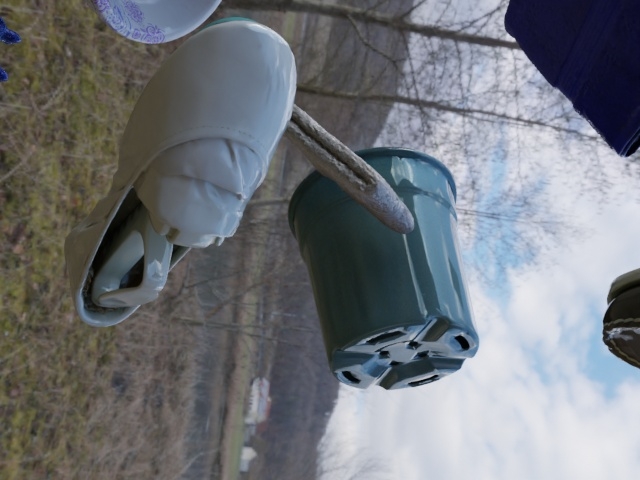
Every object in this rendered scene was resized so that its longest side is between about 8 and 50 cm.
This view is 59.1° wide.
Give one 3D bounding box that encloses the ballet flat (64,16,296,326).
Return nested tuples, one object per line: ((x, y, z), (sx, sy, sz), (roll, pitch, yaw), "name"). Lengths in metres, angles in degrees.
((-0.143, -0.026, 0.540), (0.400, 0.139, 0.139), (-38, -144, 40), "ballet flat")

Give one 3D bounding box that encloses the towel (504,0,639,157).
((0.385, -0.294, 0.775), (0.228, 0.076, 0.308), (90, -24, -59), "towel")

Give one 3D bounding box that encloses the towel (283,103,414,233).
((0.013, -0.122, 0.839), (0.049, 0.282, 0.187), (-49, 152, 5), "towel")

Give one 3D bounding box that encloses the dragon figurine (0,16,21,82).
((-0.507, -0.287, 0.678), (0.144, 0.289, 0.085), (-20, -139, 53), "dragon figurine")

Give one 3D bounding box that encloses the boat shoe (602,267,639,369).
((0.281, 0.081, 0.284), (0.091, 0.109, 0.305), (-54, -150, -16), "boat shoe")

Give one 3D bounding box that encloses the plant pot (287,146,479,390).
((0.120, 0.069, 1.028), (0.341, 0.341, 0.334), (106, -18, -51), "plant pot")

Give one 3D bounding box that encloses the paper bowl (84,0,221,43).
((-0.289, -0.493, 0.945), (0.148, 0.284, 0.284), (46, -31, 20), "paper bowl")
